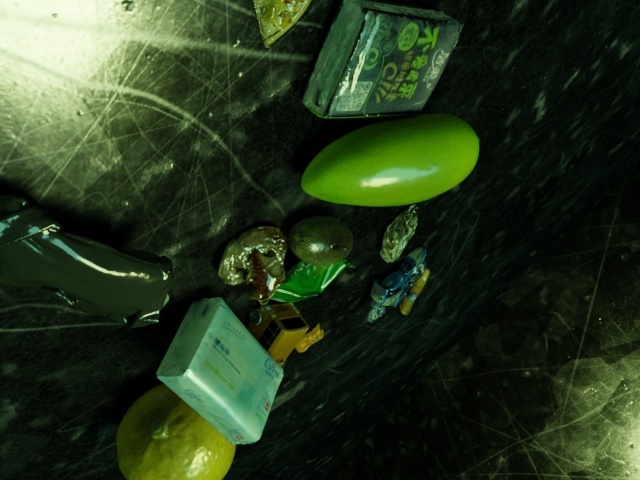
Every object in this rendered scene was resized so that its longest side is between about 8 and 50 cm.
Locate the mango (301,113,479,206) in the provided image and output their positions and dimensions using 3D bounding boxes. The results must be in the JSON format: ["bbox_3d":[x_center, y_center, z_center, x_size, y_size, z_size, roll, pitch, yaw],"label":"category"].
[{"bbox_3d":[0.125,-0.138,0.952,0.343,0.156,0.192,-12,171,-22],"label":"mango"}]

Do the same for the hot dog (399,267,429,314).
[{"bbox_3d":[0.298,0.166,1.712,0.215,0.047,0.066,106,5,-46],"label":"hot dog"}]

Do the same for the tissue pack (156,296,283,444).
[{"bbox_3d":[-0.181,0.257,1.028,0.263,0.089,0.177,61,35,-37],"label":"tissue pack"}]

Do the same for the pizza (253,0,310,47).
[{"bbox_3d":[-0.054,-0.302,0.644,0.123,0.026,0.109,-51,148,18],"label":"pizza"}]

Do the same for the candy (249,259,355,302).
[{"bbox_3d":[-0.038,0.088,1.122,0.203,0.078,0.141,-16,162,-34],"label":"candy"}]

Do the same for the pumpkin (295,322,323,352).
[{"bbox_3d":[-0.027,0.277,1.477,0.101,0.035,0.073,-36,154,-16],"label":"pumpkin"}]

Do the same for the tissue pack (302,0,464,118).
[{"bbox_3d":[0.100,-0.277,0.821,0.236,0.073,0.173,-16,142,-40],"label":"tissue pack"}]

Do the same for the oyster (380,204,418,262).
[{"bbox_3d":[0.199,-0.014,1.333,0.177,0.064,0.125,-63,162,16],"label":"oyster"}]

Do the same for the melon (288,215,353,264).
[{"bbox_3d":[0.000,0.000,1.055,0.162,0.099,0.099,2,129,-49],"label":"melon"}]

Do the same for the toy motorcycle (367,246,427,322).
[{"bbox_3d":[0.218,0.125,1.516,0.254,0.092,0.135,-43,144,-17],"label":"toy motorcycle"}]

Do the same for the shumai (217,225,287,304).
[{"bbox_3d":[-0.110,0.037,0.988,0.139,0.105,0.123,-53,159,-39],"label":"shumai"}]

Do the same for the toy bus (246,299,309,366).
[{"bbox_3d":[-0.124,0.238,1.214,0.098,0.114,0.201,1,130,-51],"label":"toy bus"}]

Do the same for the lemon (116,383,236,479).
[{"bbox_3d":[-0.300,0.428,1.129,0.245,0.245,0.320,-33,154,-16],"label":"lemon"}]

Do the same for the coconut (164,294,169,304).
[{"bbox_3d":[-0.288,0.093,0.847,0.082,0.081,0.083,-19,158,-16],"label":"coconut"}]

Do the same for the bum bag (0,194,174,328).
[{"bbox_3d":[-0.323,0.031,0.696,0.142,0.079,0.326,-38,140,12],"label":"bum bag"}]
